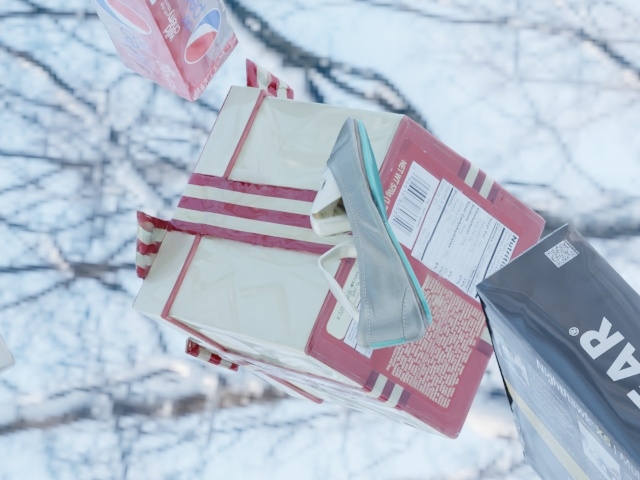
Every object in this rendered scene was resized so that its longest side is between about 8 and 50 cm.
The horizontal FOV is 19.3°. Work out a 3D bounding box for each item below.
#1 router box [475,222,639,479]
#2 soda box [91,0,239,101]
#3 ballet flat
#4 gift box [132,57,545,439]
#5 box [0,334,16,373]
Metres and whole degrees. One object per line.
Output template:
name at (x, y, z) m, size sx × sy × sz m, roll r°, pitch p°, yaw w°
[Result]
router box at (0.233, 0.169, 1.208) m, size 0.081 × 0.309 × 0.243 m, roll -33°, pitch -36°, yaw -9°
soda box at (-0.154, -0.226, 1.753) m, size 0.083 × 0.092 × 0.263 m, roll -57°, pitch -15°, yaw -12°
ballet flat at (0.026, -0.008, 1.419) m, size 0.072 × 0.068 × 0.213 m, roll 71°, pitch -178°, yaw -52°
gift box at (0.000, 0.000, 1.651) m, size 0.276 × 0.258 × 0.255 m, roll 39°, pitch -109°, yaw -40°
box at (-0.390, 0.112, 1.502) m, size 0.127 × 0.232 × 0.148 m, roll 60°, pitch -157°, yaw 1°
